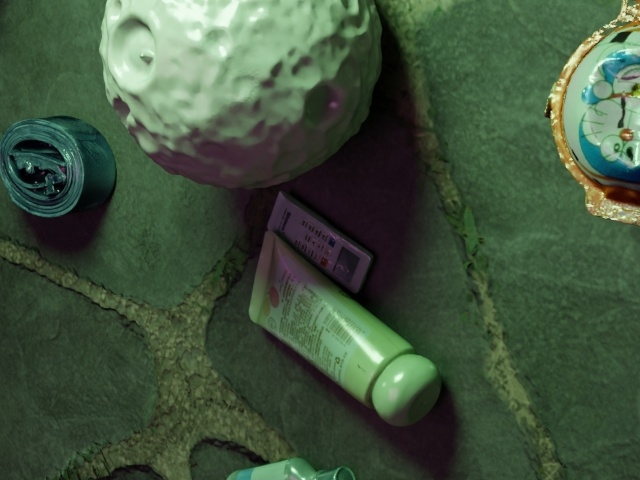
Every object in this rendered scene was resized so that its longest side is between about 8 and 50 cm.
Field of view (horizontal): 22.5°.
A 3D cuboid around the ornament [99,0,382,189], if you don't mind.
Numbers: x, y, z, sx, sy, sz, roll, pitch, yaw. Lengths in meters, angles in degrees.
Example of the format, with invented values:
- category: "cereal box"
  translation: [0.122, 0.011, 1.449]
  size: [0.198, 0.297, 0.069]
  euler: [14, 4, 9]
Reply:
- category: "ornament"
  translation: [-0.101, -0.223, 1.893]
  size: [0.337, 0.337, 0.337]
  euler: [12, 109, 38]

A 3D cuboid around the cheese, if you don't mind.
- category: "cheese"
  translation: [0.345, -0.178, 1.643]
  size: [0.217, 0.129, 0.329]
  euler: [17, 95, 31]

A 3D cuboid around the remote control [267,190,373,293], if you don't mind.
- category: "remote control"
  translation: [0.000, 0.000, 2.054]
  size: [0.162, 0.029, 0.061]
  euler: [36, 125, 23]

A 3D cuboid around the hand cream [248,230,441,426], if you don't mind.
- category: "hand cream"
  translation: [0.019, 0.122, 2.028]
  size: [0.306, 0.093, 0.147]
  euler: [36, 131, 30]

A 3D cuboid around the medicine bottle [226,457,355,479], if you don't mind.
- category: "medicine bottle"
  translation: [-0.041, 0.340, 2.162]
  size: [0.208, 0.054, 0.090]
  euler: [-19, 88, 42]

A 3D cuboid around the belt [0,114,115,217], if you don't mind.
- category: "belt"
  translation: [-0.389, -0.108, 2.324]
  size: [0.190, 0.082, 0.141]
  euler: [16, 106, 36]
